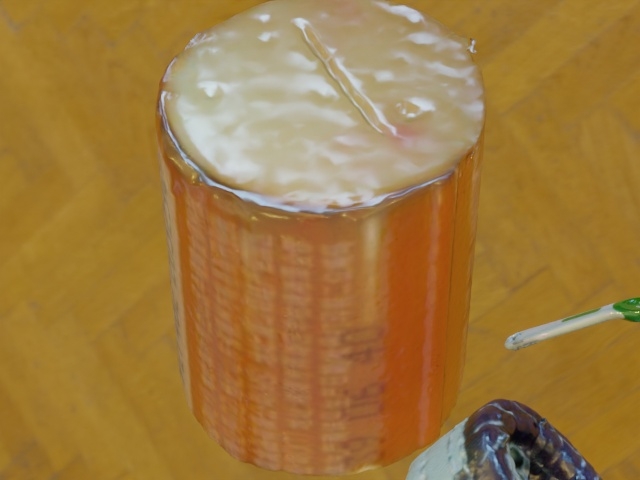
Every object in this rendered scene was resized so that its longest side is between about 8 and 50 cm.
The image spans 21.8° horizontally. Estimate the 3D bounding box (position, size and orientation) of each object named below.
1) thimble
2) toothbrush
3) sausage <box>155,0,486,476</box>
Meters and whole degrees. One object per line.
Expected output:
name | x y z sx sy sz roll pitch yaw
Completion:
thimble | 0.217 0.298 1.834 0.150 0.237 0.237 -42 77 25
toothbrush | 0.379 0.085 1.970 0.418 0.042 0.040 -22 103 45
sausage | 0.000 0.000 1.206 0.233 0.233 0.287 26 141 24
